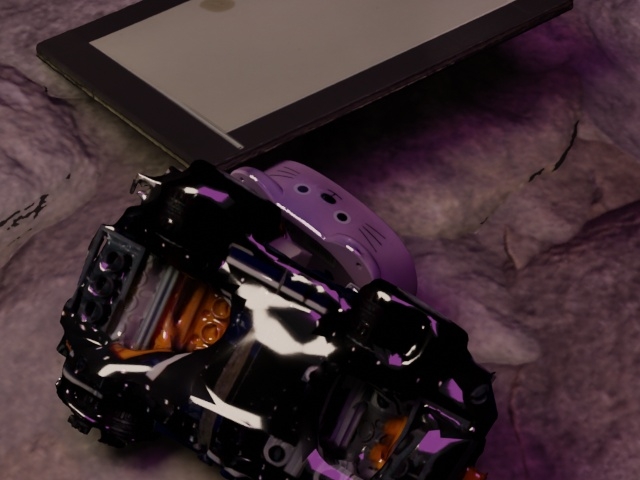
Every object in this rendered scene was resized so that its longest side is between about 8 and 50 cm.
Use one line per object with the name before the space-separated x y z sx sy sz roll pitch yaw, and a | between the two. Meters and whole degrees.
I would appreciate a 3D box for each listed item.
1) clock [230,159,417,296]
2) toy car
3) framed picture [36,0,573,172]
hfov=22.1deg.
clock | 0.000 0.000 1.149 0.153 0.110 0.050 36 60 21
toy car | -0.030 0.088 1.062 0.301 0.118 0.193 32 93 17
framed picture | -0.015 -0.168 1.282 0.347 0.016 0.265 -28 40 -25
